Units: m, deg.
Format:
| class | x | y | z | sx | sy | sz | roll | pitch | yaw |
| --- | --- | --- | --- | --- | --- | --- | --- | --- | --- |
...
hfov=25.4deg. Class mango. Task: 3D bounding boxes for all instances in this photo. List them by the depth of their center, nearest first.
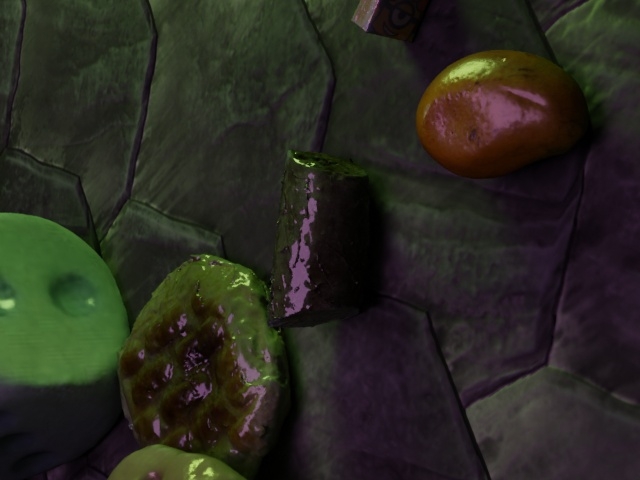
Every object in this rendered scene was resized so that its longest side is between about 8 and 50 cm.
| class | x | y | z | sx | sy | sz | roll | pitch | yaw |
| --- | --- | --- | --- | --- | --- | --- | --- | --- | --- |
| mango | 0.156 | -0.115 | 1.249 | 0.165 | 0.089 | 0.115 | -22 | 73 | 45 |

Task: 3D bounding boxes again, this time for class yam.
| class | x | y | z | sx | sy | sz | roll | pitch | yaw |
| --- | --- | --- | --- | --- | --- | --- | --- | --- | --- |
| yam | 0.000 | 0.000 | 1.423 | 0.107 | 0.107 | 0.183 | 2 | 88 | 50 |

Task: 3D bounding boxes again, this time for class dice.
| class | x | y | z | sx | sy | sz | roll | pitch | yaw |
| --- | --- | --- | --- | --- | --- | --- | --- | --- | --- |
| dice | -0.412 | 0.139 | 1.778 | 0.268 | 0.263 | 0.264 | -45 | 56 | 38 |

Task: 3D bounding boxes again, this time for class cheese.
| class | x | y | z | sx | sy | sz | roll | pitch | yaw |
| --- | --- | --- | --- | --- | --- | --- | --- | --- | --- |
| cheese | -0.139 | 0.316 | 1.496 | 0.218 | 0.117 | 0.235 | 31 | 136 | 17 |

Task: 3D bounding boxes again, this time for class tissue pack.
| class | x | y | z | sx | sy | sz | roll | pitch | yaw |
| --- | --- | --- | --- | --- | --- | --- | --- | --- | --- |
| tissue pack | 0.075 | -0.239 | 1.376 | 0.035 | 0.063 | 0.083 | 46 | 120 | 46 |

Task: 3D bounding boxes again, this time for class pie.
| class | x | y | z | sx | sy | sz | roll | pitch | yaw |
| --- | --- | --- | --- | --- | --- | --- | --- | --- | --- |
| pie | -0.135 | 0.155 | 1.597 | 0.306 | 0.071 | 0.306 | -4 | 84 | 48 |
